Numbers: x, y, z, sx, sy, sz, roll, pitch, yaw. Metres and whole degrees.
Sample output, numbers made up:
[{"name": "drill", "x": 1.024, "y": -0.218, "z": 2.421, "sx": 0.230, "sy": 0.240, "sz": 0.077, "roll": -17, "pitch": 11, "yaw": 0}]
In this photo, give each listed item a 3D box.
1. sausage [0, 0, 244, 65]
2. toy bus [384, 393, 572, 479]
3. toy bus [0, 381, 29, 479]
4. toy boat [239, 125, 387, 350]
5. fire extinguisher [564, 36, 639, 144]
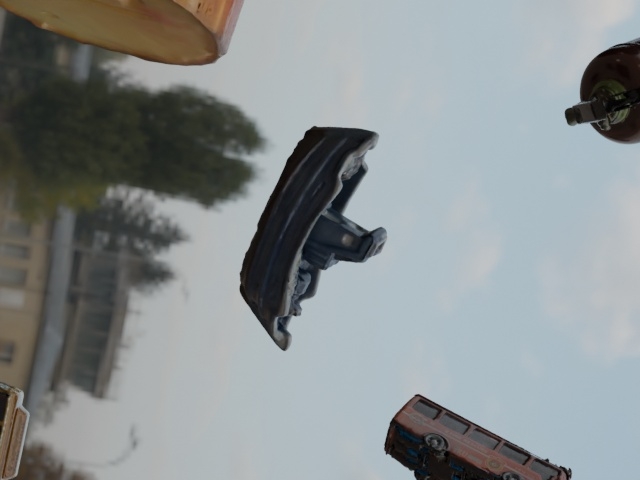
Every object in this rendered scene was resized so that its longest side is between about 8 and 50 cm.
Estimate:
[{"name": "sausage", "x": -0.137, "y": -0.308, "z": 1.114, "sx": 0.233, "sy": 0.233, "sz": 0.287, "roll": 157, "pitch": -47, "yaw": -74}, {"name": "toy bus", "x": 0.193, "y": 0.273, "z": 1.753, "sx": 0.096, "sy": 0.234, "sz": 0.074, "roll": -44, "pitch": 153, "yaw": -48}, {"name": "toy bus", "x": -0.353, "y": 0.223, "z": 1.401, "sx": 0.098, "sy": 0.114, "sz": 0.201, "roll": 143, "pitch": -42, "yaw": -79}, {"name": "toy boat", "x": 0.000, "y": 0.000, "z": 1.742, "sx": 0.129, "sy": 0.142, "sz": 0.309, "roll": -29, "pitch": 146, "yaw": -62}, {"name": "fire extinguisher", "x": 0.357, "y": -0.166, "z": 1.461, "sx": 0.138, "sy": 0.344, "sz": 0.102, "roll": -13, "pitch": -83, "yaw": 49}]
